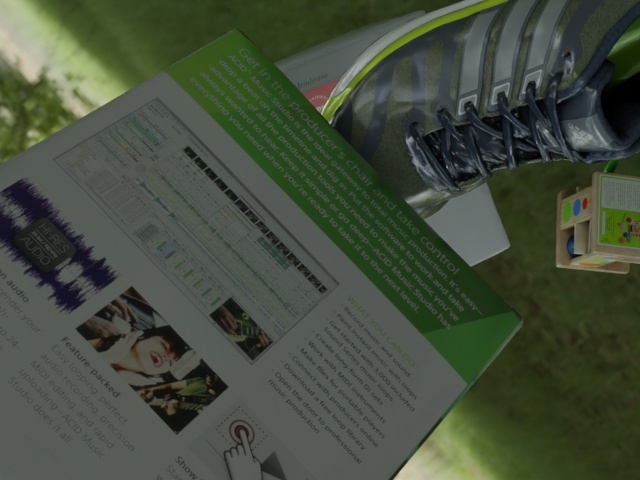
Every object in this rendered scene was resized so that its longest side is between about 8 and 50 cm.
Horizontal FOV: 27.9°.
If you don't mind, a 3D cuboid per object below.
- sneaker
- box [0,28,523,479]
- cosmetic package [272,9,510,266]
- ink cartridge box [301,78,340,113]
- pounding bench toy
[{"bbox_3d":[0.116,-0.085,0.729,0.111,0.300,0.121,44,-159,-31],"label":"sneaker"},{"bbox_3d":[-0.061,0.046,0.613,0.232,0.322,0.058,46,135,4],"label":"box"},{"bbox_3d":[0.011,-0.056,1.139,0.138,0.224,0.225,13,126,68],"label":"cosmetic package"},{"bbox_3d":[0.000,0.000,0.913,0.067,0.115,0.198,12,-116,-60],"label":"ink cartridge box"},{"bbox_3d":[0.188,-0.025,0.840,0.052,0.083,0.065,6,169,-14],"label":"pounding bench toy"}]
